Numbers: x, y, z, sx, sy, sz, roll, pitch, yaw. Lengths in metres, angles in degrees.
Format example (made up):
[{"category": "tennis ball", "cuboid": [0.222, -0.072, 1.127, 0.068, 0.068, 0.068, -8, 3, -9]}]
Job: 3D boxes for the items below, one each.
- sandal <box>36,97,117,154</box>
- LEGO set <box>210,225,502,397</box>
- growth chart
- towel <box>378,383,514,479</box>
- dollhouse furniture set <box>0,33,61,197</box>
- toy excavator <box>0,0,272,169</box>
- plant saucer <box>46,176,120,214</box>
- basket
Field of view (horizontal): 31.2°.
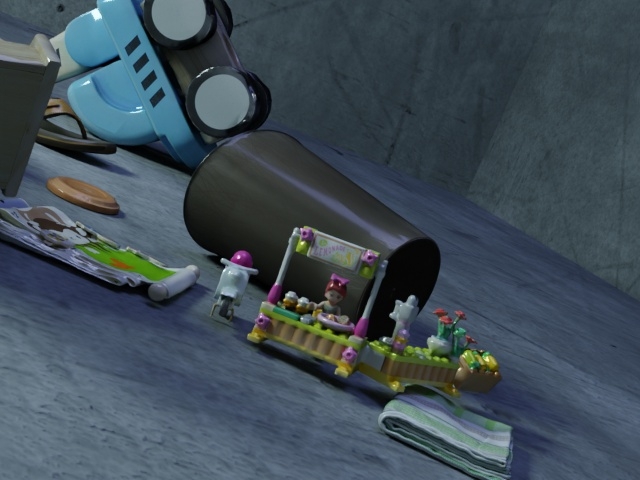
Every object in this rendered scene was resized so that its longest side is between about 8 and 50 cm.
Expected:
[{"category": "sandal", "cuboid": [-0.369, -0.167, 1.506, 0.219, 0.060, 0.090, 24, 9, 6]}, {"category": "LEGO set", "cuboid": [0.050, 0.061, 1.009, 0.287, 0.107, 0.132, 18, 6, -10]}, {"category": "growth chart", "cuboid": [-0.224, -0.001, 1.032, 0.237, 0.021, 0.172, 23, 8, -5]}, {"category": "towel", "cuboid": [0.110, 0.155, 0.958, 0.113, 0.023, 0.152, 26, 9, 9]}, {"category": "dollhouse furniture set", "cuboid": [-0.358, -0.225, 0.959, 0.198, 0.286, 0.303, 4, 37, -36]}, {"category": "toy excavator", "cuboid": [-0.352, -0.273, 1.761, 0.222, 0.445, 0.433, -72, 137, -82]}, {"category": "plant saucer", "cuboid": [-0.259, -0.051, 1.256, 0.083, 0.013, 0.083, 22, 9, -4]}, {"category": "basket", "cuboid": [0.000, 0.000, 1.205, 0.227, 0.154, 0.204, 34, 14, 34]}]
